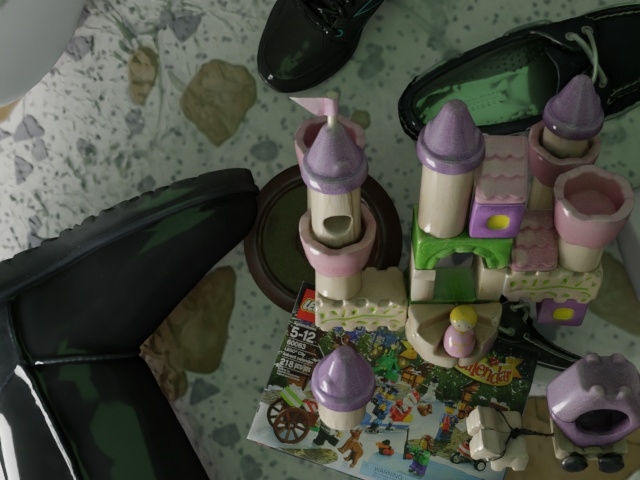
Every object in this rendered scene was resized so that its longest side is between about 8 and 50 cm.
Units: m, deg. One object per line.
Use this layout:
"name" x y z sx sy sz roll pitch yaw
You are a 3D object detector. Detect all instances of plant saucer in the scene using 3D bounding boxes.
"plant saucer" 0.000 0.000 1.037 0.168 0.029 0.169 0 91 8

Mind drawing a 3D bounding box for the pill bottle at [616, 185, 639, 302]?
"pill bottle" 0.424 -0.021 0.911 0.283 0.161 0.161 -19 88 7

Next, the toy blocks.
"toy blocks" 0.120 -0.008 0.826 0.288 0.260 0.309 0 50 -1

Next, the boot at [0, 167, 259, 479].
"boot" -0.149 0.195 0.998 0.367 0.146 0.445 -24 85 13

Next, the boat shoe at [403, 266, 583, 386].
"boat shoe" 0.175 0.088 0.988 0.219 0.078 0.070 20 94 9

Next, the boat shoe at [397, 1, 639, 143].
"boat shoe" 0.224 -0.157 0.974 0.302 0.091 0.114 -22 87 7

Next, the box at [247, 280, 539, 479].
"box" 0.068 0.148 0.932 0.233 0.044 0.159 16 77 13

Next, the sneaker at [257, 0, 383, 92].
"sneaker" 0.024 -0.264 0.996 0.101 0.106 0.267 40 96 5

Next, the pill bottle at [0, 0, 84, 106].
"pill bottle" -0.430 -0.304 1.008 0.361 0.204 0.204 36 95 7
